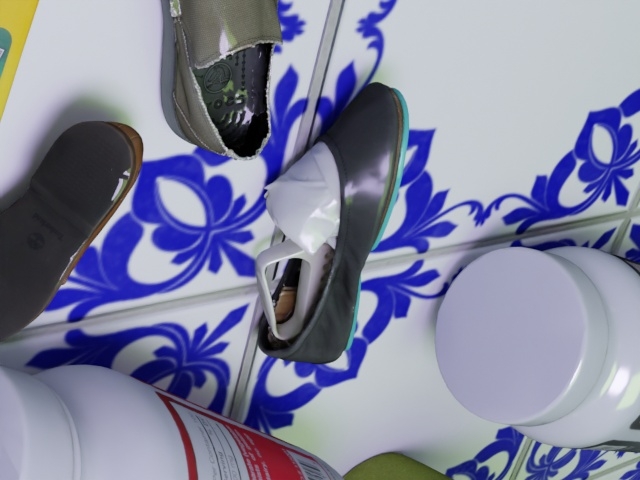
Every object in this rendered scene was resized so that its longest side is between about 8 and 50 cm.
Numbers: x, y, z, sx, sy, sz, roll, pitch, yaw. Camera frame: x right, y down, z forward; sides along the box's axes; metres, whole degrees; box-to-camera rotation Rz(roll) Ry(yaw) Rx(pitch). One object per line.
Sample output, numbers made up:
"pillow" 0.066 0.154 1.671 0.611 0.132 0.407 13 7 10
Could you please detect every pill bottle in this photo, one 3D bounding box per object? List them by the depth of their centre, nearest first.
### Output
"pill bottle" -0.149 0.232 0.871 0.229 0.229 0.408 -49 140 5
"pill bottle" 0.299 0.119 1.176 0.363 0.210 0.210 15 113 -47

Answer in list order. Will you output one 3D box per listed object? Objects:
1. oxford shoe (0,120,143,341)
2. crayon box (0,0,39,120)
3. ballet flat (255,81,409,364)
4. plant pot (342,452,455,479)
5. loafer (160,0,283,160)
"oxford shoe" -0.194 0.002 0.765 0.212 0.076 0.076 -43 -178 13
"crayon box" -0.262 -0.099 0.603 0.165 0.081 0.278 3 121 -42
"ballet flat" 0.000 0.000 0.912 0.096 0.095 0.280 -5 127 -23
"plant pot" 0.132 0.376 1.188 0.275 0.293 0.274 -23 136 -24
"loafer" -0.058 -0.158 0.723 0.094 0.087 0.251 -24 136 -24
